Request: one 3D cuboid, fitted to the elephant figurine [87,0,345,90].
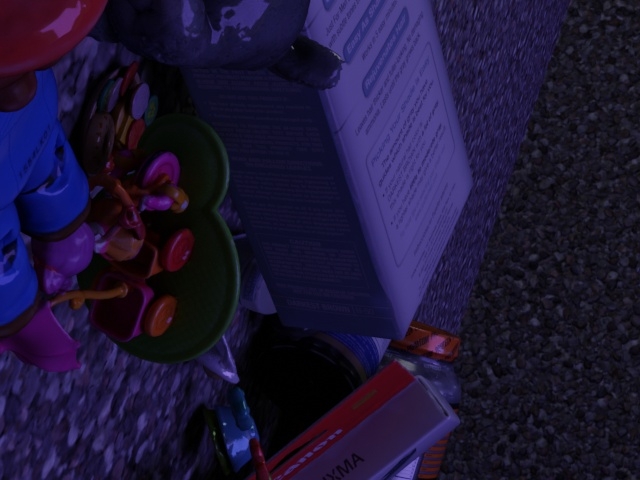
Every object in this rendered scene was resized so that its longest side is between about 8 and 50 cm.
[{"bbox_3d":[-0.060,-0.219,0.740,0.186,0.169,0.239,-14,125,-67],"label":"elephant figurine"}]

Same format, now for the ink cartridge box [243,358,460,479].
[{"bbox_3d":[0.004,0.252,1.466,0.296,0.066,0.261,-39,165,2],"label":"ink cartridge box"}]

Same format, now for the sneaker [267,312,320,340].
[{"bbox_3d":[0.000,0.000,1.447,0.234,0.078,0.106,-59,152,-43],"label":"sneaker"}]

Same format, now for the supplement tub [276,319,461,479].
[{"bbox_3d":[0.055,0.247,1.695,0.193,0.193,0.316,16,91,-76],"label":"supplement tub"}]

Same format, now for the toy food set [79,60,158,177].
[{"bbox_3d":[-0.136,-0.078,0.927,0.083,0.020,0.083,52,56,-73],"label":"toy food set"}]

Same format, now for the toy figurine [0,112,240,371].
[{"bbox_3d":[-0.137,0.012,0.845,0.159,0.130,0.173,-21,133,-61],"label":"toy figurine"}]

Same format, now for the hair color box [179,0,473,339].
[{"bbox_3d":[0.003,-0.121,1.027,0.185,0.113,0.374,-62,147,-38],"label":"hair color box"}]

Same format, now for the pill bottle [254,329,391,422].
[{"bbox_3d":[0.023,0.085,1.523,0.219,0.122,0.123,-60,161,-44],"label":"pill bottle"}]

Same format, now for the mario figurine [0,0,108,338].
[{"bbox_3d":[-0.183,-0.088,0.617,0.320,0.170,0.198,104,-26,-59],"label":"mario figurine"}]

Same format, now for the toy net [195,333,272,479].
[{"bbox_3d":[-0.089,0.147,1.255,0.122,0.045,0.232,-111,-174,-46],"label":"toy net"}]

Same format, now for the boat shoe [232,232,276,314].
[{"bbox_3d":[-0.037,0.020,1.296,0.079,0.081,0.227,-67,160,9],"label":"boat shoe"}]
